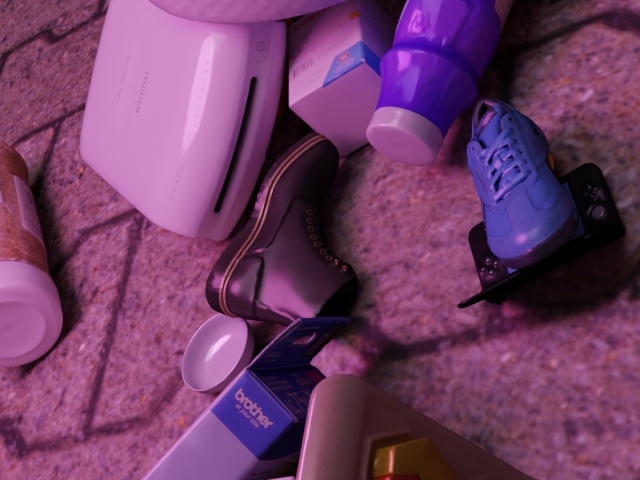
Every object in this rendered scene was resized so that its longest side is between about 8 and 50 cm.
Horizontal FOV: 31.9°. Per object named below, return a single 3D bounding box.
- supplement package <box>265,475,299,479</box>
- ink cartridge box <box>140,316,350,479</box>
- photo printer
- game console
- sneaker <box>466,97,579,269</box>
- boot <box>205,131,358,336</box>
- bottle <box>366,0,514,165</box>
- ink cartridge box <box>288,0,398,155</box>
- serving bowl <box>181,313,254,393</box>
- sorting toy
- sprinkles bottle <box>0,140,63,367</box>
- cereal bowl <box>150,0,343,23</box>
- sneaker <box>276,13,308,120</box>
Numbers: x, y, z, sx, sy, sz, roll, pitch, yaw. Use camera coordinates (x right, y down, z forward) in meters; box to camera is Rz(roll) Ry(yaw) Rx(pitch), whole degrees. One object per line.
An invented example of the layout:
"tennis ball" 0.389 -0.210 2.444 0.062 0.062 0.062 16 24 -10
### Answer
"supplement package" -0.025 0.280 0.698 0.149 0.203 0.194 -16 49 37
"ink cartridge box" -0.082 0.187 0.861 0.065 0.186 0.311 42 95 13
"photo printer" -0.150 -0.152 1.207 0.307 0.107 0.256 36 114 53
"game console" 0.159 -0.005 0.851 0.122 0.071 0.107 -30 49 25
"sneaker" 0.140 -0.050 0.846 0.069 0.082 0.209 -31 20 18
"boot" 0.000 0.000 1.033 0.137 0.077 0.198 17 72 37
"bottle" 0.122 -0.203 1.020 0.092 0.118 0.283 21 72 7
"ink cartridge box" 0.030 -0.176 1.115 0.092 0.090 0.143 -28 42 27
"serving bowl" -0.092 0.109 1.055 0.083 0.027 0.083 -27 44 29
"sorting toy" 0.071 0.199 0.662 0.038 0.208 0.193 -28 41 45
"sprinkles bottle" -0.403 0.005 1.390 0.121 0.121 0.355 -44 37 10
"cereal bowl" -0.046 -0.366 1.100 0.339 0.141 0.339 -10 43 9
"sneaker" -0.044 -0.208 1.244 0.067 0.064 0.175 -14 52 26
